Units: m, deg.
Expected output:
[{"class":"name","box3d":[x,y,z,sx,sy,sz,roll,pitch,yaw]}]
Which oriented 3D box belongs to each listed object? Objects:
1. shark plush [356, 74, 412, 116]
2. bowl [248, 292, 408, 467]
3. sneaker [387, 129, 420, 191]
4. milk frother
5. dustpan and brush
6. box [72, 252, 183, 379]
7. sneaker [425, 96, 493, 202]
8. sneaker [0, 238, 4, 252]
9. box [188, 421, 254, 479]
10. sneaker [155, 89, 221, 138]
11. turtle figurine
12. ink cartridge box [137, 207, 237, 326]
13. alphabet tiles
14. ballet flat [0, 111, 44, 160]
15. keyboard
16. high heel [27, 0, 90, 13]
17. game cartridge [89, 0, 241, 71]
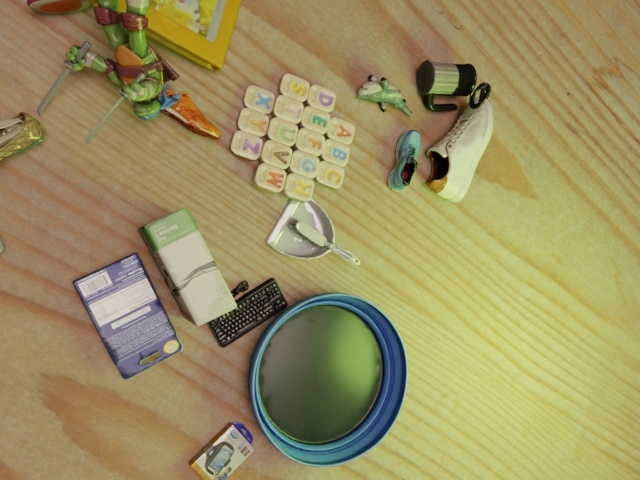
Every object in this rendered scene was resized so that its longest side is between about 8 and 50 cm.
[{"class":"shark plush","box3d":[0.163,-0.356,1.409,0.161,0.073,0.067,21,100,-43]},{"class":"bowl","box3d":[0.019,0.315,1.300,0.390,0.077,0.392,0,89,-23]},{"class":"sneaker","box3d":[0.225,-0.200,1.404,0.063,0.073,0.162,18,82,-22]},{"class":"milk frother","box3d":[0.338,-0.393,1.422,0.134,0.143,0.129,-5,95,-24]},{"class":"dustpan and brush","box3d":[0.000,0.000,1.306,0.211,0.060,0.147,34,76,-19]},{"class":"box","box3d":[-0.389,0.154,1.144,0.136,0.036,0.225,-27,98,-22]},{"class":"sneaker","box3d":[0.353,-0.252,1.443,0.123,0.106,0.290,23,81,-24]},{"class":"sneaker","box3d":[-0.624,-0.015,1.035,0.082,0.071,0.191,14,91,-30]},{"class":"box","box3d":[-0.208,0.464,1.222,0.136,0.028,0.081,-42,104,-17]},{"class":"sneaker","box3d":[-0.281,-0.276,1.187,0.175,0.064,0.067,34,80,-20]},{"class":"turtle figurine","box3d":[-0.387,-0.329,1.011,0.274,0.198,0.266,-10,123,-20]},{"class":"ink cartridge box","box3d":[-0.271,0.053,1.131,0.092,0.160,0.220,-28,99,-21]},{"class":"alphabet tiles","box3d":[-0.057,-0.237,1.295,0.277,0.021,0.284,18,77,-20]},{"class":"ballet flat","box3d":[-0.613,-0.171,1.031,0.206,0.073,0.067,-44,148,-25]},{"class":"keyboard","box3d":[-0.168,0.149,1.251,0.180,0.023,0.108,-31,101,-22]},{"class":"high heel","box3d":[-0.468,-0.528,1.101,0.244,0.082,0.117,-28,98,-21]},{"class":"game cartridge","box3d":[-0.286,-0.561,1.161,0.285,0.052,0.324,20,81,-37]}]
